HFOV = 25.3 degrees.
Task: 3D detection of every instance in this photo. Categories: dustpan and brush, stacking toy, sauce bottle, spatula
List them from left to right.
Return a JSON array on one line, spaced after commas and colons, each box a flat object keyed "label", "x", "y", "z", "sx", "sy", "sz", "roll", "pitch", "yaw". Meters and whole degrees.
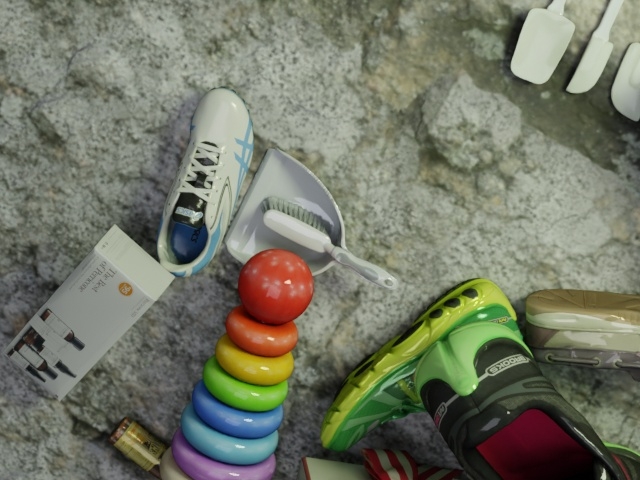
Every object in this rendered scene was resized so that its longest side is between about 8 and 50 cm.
[{"label": "sauce bottle", "x": -0.211, "y": 0.277, "z": 1.823, "sx": 0.128, "sy": 0.042, "sz": 0.042, "roll": 38, "pitch": 107, "yaw": -8}, {"label": "stacking toy", "x": -0.085, "y": 0.161, "z": 1.716, "sx": 0.141, "sy": 0.141, "sz": 0.330, "roll": 19, "pitch": 109, "yaw": 0}, {"label": "dustpan and brush", "x": 0.000, "y": 0.000, "z": 1.704, "sx": 0.211, "sy": 0.060, "sz": 0.147, "roll": 27, "pitch": 108, "yaw": -2}, {"label": "spatula", "x": 0.332, "y": -0.273, "z": 1.608, "sx": 0.168, "sy": 0.019, "sz": 0.242, "roll": 22, "pitch": 108, "yaw": 0}]

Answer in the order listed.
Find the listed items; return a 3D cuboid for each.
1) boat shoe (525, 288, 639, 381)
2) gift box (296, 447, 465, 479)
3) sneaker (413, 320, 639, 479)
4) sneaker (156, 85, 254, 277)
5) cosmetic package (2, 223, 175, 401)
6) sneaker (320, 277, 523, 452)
[{"label": "boat shoe", "x": 0.381, "y": 0.121, "z": 1.681, "sx": 0.285, "sy": 0.103, "sz": 0.092, "roll": 7, "pitch": 112, "yaw": 8}, {"label": "gift box", "x": 0.094, "y": 0.400, "z": 1.691, "sx": 0.276, "sy": 0.255, "sz": 0.258, "roll": 7, "pitch": 106, "yaw": -14}, {"label": "sneaker", "x": 0.281, "y": 0.297, "z": 1.655, "sx": 0.185, "sy": 0.202, "sz": 0.483, "roll": -41, "pitch": 119, "yaw": 15}, {"label": "sneaker", "x": -0.137, "y": -0.065, "z": 1.689, "sx": 0.085, "sy": 0.086, "sz": 0.237, "roll": 17, "pitch": 106, "yaw": 3}, {"label": "cosmetic package", "x": -0.284, "y": 0.092, "z": 1.726, "sx": 0.099, "sy": 0.060, "sz": 0.239, "roll": 40, "pitch": 126, "yaw": -7}, {"label": "sneaker", "x": 0.118, "y": 0.173, "z": 1.718, "sx": 0.295, "sy": 0.109, "sz": 0.123, "roll": -40, "pitch": 95, "yaw": 16}]
